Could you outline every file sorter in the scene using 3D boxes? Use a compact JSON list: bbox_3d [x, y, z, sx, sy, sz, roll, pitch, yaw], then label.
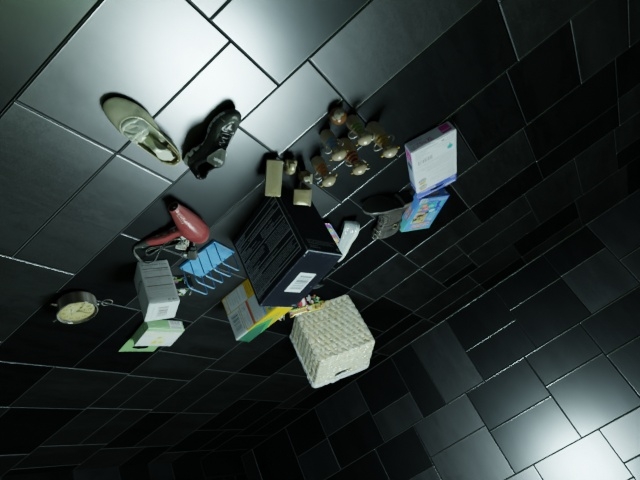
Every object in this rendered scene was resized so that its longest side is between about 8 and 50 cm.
[{"bbox_3d":[-0.399,0.102,1.802,0.170,0.104,0.118,-36,146,13],"label":"file sorter"}]

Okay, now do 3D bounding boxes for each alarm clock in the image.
[{"bbox_3d":[-0.813,0.223,1.697,0.192,0.064,0.129,-5,141,-28],"label":"alarm clock"}]

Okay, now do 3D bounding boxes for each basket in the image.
[{"bbox_3d":[0.056,0.502,2.495,0.328,0.331,0.266,-16,144,-20],"label":"basket"}]

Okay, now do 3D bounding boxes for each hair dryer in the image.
[{"bbox_3d":[-0.474,-0.011,1.609,0.223,0.080,0.293,-4,140,-32],"label":"hair dryer"}]

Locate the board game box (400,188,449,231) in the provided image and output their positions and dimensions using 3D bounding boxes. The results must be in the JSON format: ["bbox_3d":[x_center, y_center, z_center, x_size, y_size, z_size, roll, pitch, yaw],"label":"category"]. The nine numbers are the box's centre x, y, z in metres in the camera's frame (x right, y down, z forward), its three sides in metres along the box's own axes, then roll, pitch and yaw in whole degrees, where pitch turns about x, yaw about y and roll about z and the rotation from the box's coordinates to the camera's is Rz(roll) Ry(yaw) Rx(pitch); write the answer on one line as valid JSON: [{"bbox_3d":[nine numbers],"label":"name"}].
[{"bbox_3d":[0.445,-0.130,2.162,0.160,0.047,0.210,-9,143,-29],"label":"board game box"}]

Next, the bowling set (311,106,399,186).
[{"bbox_3d":[0.081,-0.300,1.551,0.287,0.154,0.200,-33,148,6],"label":"bowling set"}]

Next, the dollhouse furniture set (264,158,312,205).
[{"bbox_3d":[-0.113,-0.199,1.634,0.151,0.123,0.144,1,106,-15],"label":"dollhouse furniture set"}]

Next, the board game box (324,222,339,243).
[{"bbox_3d":[0.000,0.000,1.975,0.133,0.033,0.169,-20,137,13],"label":"board game box"}]

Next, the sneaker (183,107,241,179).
[{"bbox_3d":[-0.287,-0.257,1.379,0.234,0.106,0.078,-43,146,22],"label":"sneaker"}]

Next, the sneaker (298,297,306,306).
[{"bbox_3d":[-0.150,0.240,2.177,0.128,0.087,0.221,-34,133,-13],"label":"sneaker"}]

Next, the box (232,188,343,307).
[{"bbox_3d":[-0.121,0.028,1.727,0.182,0.294,0.296,9,132,-45],"label":"box"}]

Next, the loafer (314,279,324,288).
[{"bbox_3d":[-0.055,0.194,2.232,0.061,0.062,0.170,-40,145,27],"label":"loafer"}]

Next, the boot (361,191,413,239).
[{"bbox_3d":[0.259,-0.083,2.050,0.263,0.091,0.229,-12,144,-27],"label":"boot"}]

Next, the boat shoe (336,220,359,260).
[{"bbox_3d":[0.085,-0.002,2.060,0.081,0.079,0.227,16,133,-13],"label":"boat shoe"}]

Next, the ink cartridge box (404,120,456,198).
[{"bbox_3d":[0.428,-0.297,1.903,0.185,0.065,0.311,-28,146,-1],"label":"ink cartridge box"}]

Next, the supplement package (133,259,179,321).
[{"bbox_3d":[-0.563,0.169,1.700,0.105,0.179,0.105,-5,141,-33],"label":"supplement package"}]

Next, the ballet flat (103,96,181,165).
[{"bbox_3d":[-0.445,-0.268,1.270,0.086,0.086,0.248,-34,147,9],"label":"ballet flat"}]

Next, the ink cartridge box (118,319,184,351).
[{"bbox_3d":[-0.702,0.416,2.063,0.171,0.056,0.235,15,126,-48],"label":"ink cartridge box"}]

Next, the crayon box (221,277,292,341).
[{"bbox_3d":[-0.237,0.239,2.020,0.323,0.203,0.083,-39,147,17],"label":"crayon box"}]

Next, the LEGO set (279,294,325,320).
[{"bbox_3d":[-0.079,0.289,2.341,0.287,0.107,0.132,-11,170,-37],"label":"LEGO set"}]

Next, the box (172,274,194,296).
[{"bbox_3d":[-0.522,0.169,1.840,0.083,0.062,0.052,-1,141,-37],"label":"box"}]
